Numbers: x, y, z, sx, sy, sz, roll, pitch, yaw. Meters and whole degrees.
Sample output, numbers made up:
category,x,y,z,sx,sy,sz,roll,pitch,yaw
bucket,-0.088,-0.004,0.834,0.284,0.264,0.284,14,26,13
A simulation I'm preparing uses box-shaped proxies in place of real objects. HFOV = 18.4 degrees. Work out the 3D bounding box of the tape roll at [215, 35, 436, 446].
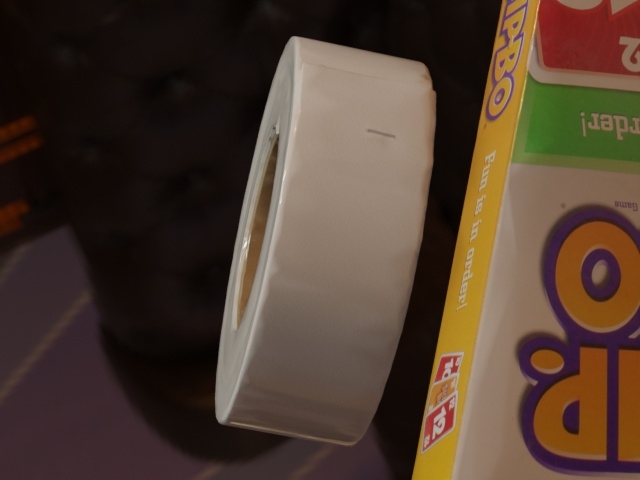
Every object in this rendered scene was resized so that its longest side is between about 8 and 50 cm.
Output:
category,x,y,z,sx,sy,sz,roll,pitch,yaw
tape roll,0.000,0.000,1.408,0.286,0.100,0.286,-168,90,-83

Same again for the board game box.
category,x,y,z,sx,sy,sz,roll,pitch,yaw
board game box,0.102,0.011,0.598,0.039,0.124,0.259,143,143,-64
